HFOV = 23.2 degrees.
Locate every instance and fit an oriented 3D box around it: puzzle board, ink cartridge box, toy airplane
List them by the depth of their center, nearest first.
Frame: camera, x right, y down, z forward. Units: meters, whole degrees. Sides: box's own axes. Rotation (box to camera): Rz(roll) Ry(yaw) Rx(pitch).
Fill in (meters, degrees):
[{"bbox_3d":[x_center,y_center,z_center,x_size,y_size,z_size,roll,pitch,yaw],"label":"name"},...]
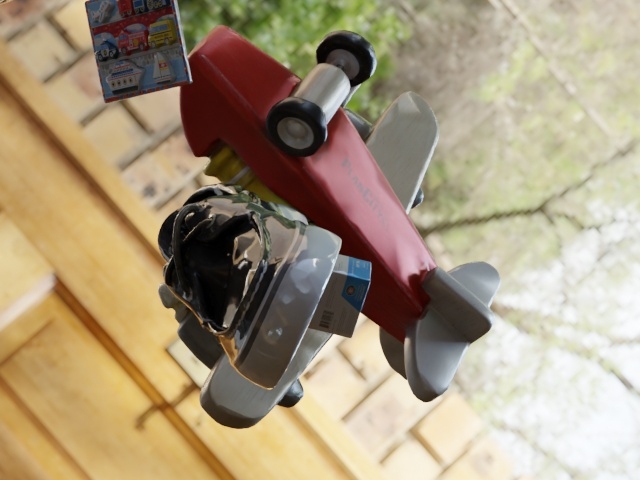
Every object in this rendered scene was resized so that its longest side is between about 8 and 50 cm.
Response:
[{"bbox_3d":[-0.012,0.030,1.043,0.028,0.083,0.048,-84,-170,-62],"label":"ink cartridge box"},{"bbox_3d":[-0.167,-0.179,1.402,0.011,0.096,0.128,-14,-175,-43],"label":"puzzle board"},{"bbox_3d":[0.000,0.000,1.575,0.272,0.384,0.386,-15,165,38],"label":"toy airplane"}]

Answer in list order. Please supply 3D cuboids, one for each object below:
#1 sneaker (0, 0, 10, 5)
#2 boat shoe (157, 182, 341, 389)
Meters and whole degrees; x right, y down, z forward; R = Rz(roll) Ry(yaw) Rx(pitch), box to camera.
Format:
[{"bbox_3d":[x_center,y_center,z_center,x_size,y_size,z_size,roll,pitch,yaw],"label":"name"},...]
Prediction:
[{"bbox_3d":[-0.163,-0.141,0.761,0.098,0.083,0.224,-29,-164,-29],"label":"sneaker"},{"bbox_3d":[-0.043,0.008,0.757,0.228,0.076,0.080,-108,-137,-78],"label":"boat shoe"}]
